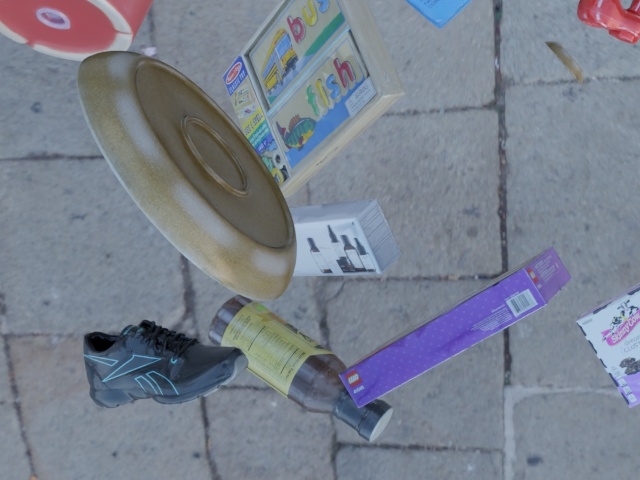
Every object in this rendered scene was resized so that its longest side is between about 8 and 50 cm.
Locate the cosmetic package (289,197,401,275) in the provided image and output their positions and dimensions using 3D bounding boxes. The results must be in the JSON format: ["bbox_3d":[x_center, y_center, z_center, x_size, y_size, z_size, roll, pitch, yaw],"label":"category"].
[{"bbox_3d":[0.000,0.000,1.328,0.239,0.060,0.099,-4,117,46],"label":"cosmetic package"}]

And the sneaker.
[{"bbox_3d":[-0.225,0.166,1.210,0.267,0.101,0.106,-10,102,26],"label":"sneaker"}]

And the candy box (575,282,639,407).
[{"bbox_3d":[0.615,0.193,1.688,0.165,0.070,0.196,-34,84,27],"label":"candy box"}]

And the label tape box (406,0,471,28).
[{"bbox_3d":[0.204,-0.449,1.060,0.106,0.334,0.240,33,135,-19],"label":"label tape box"}]

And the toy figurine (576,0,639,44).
[{"bbox_3d":[0.173,-0.228,0.541,0.362,0.217,0.191,17,105,-20],"label":"toy figurine"}]

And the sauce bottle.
[{"bbox_3d":[-0.034,0.222,1.515,0.344,0.111,0.111,33,112,20],"label":"sauce bottle"}]

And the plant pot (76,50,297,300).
[{"bbox_3d":[-0.090,-0.059,0.688,0.032,0.236,0.236,-37,98,16],"label":"plant pot"}]

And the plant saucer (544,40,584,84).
[{"bbox_3d":[0.357,-0.261,1.276,0.015,0.083,0.083,-41,97,19],"label":"plant saucer"}]

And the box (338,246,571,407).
[{"bbox_3d":[0.186,0.115,1.195,0.293,0.201,0.057,-34,82,24],"label":"box"}]

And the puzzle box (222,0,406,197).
[{"bbox_3d":[-0.029,-0.273,1.526,0.409,0.052,0.272,-38,70,53],"label":"puzzle box"}]

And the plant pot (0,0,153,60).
[{"bbox_3d":[-0.311,-0.381,1.120,0.275,0.275,0.243,5,72,10],"label":"plant pot"}]
